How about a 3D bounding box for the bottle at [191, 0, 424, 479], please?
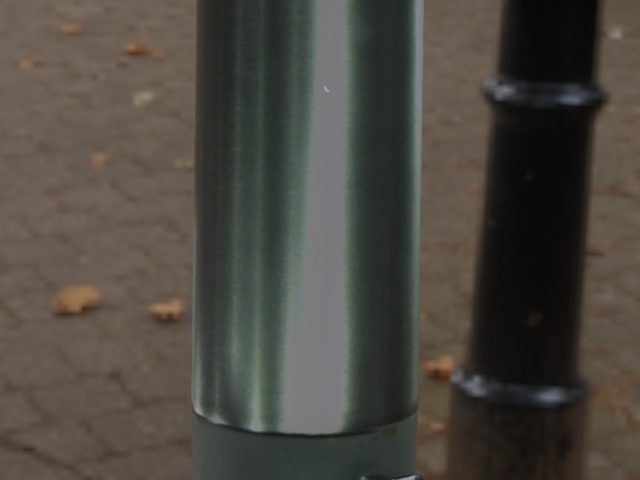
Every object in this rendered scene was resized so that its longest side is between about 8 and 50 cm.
[{"bbox_3d":[0.000,0.000,0.664,0.079,0.254,0.096,-6,12,-38],"label":"bottle"}]
